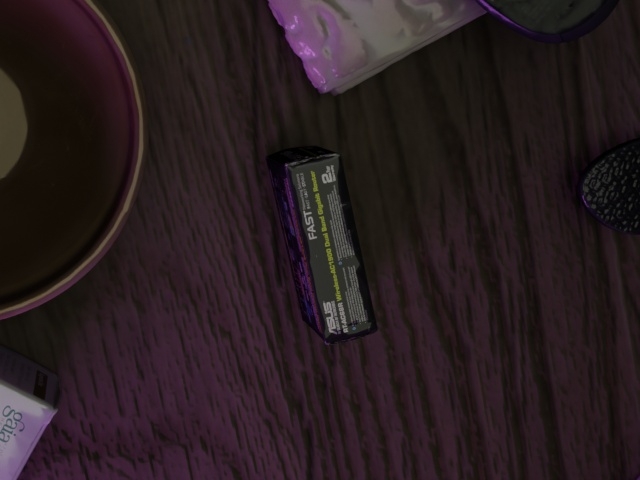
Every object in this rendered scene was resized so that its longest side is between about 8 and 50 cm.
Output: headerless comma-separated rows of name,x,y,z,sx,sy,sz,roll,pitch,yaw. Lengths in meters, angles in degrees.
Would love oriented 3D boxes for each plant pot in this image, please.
plant pot,-0.229,-0.070,0.976,0.237,0.110,0.237,-1,97,-10

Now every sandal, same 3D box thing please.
sandal,0.255,-0.053,1.102,0.179,0.040,0.067,-21,106,-21

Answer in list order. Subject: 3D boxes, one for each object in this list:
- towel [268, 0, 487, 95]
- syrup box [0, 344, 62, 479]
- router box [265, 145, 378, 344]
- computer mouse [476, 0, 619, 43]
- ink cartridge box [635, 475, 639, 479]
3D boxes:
towel,0.060,-0.312,1.025,0.317,0.053,0.332,-30,101,-6
syrup box,-0.290,0.082,0.992,0.237,0.096,0.093,29,93,-12
router box,0.000,0.000,1.033,0.038,0.092,0.122,-14,100,-8
computer mouse,0.103,-0.257,0.987,0.262,0.060,0.184,35,94,-1
ink cartridge box,0.331,0.150,1.076,0.093,0.154,0.212,42,89,-12
